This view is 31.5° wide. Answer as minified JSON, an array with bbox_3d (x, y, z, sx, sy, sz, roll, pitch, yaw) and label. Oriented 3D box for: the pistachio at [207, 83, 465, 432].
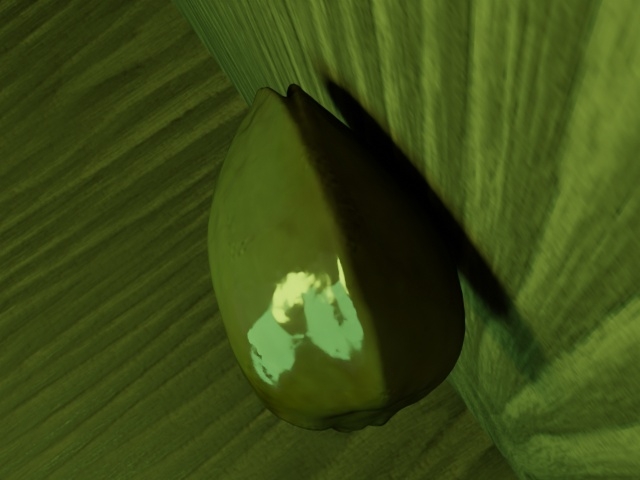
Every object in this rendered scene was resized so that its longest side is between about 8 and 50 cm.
[{"bbox_3d":[0.000,0.000,0.768,0.213,0.162,0.260,104,148,-61],"label":"pistachio"}]
